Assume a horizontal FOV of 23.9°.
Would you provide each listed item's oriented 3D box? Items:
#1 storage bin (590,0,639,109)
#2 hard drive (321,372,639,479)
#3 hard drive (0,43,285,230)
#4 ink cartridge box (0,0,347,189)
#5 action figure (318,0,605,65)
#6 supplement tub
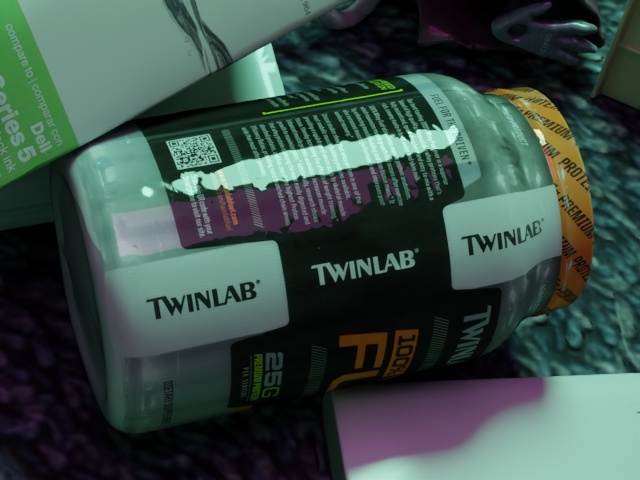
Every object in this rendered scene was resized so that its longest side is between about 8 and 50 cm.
[{"bbox_3d":[0.336,-0.254,1.187,0.123,0.260,0.262,24,55,8],"label":"storage bin"},{"bbox_3d":[0.166,0.184,0.984,0.308,0.040,0.203,-1,57,-14],"label":"hard drive"},{"bbox_3d":[-0.211,-0.123,1.060,0.353,0.047,0.233,-10,70,-14],"label":"hard drive"},{"bbox_3d":[-0.143,-0.163,0.947,0.273,0.114,0.198,-30,32,-20],"label":"ink cartridge box"},{"bbox_3d":[0.143,-0.312,1.255,0.276,0.248,0.370,-6,55,15],"label":"action figure"},{"bbox_3d":[0.000,0.000,0.967,0.316,0.193,0.193,-11,60,-15],"label":"supplement tub"}]
